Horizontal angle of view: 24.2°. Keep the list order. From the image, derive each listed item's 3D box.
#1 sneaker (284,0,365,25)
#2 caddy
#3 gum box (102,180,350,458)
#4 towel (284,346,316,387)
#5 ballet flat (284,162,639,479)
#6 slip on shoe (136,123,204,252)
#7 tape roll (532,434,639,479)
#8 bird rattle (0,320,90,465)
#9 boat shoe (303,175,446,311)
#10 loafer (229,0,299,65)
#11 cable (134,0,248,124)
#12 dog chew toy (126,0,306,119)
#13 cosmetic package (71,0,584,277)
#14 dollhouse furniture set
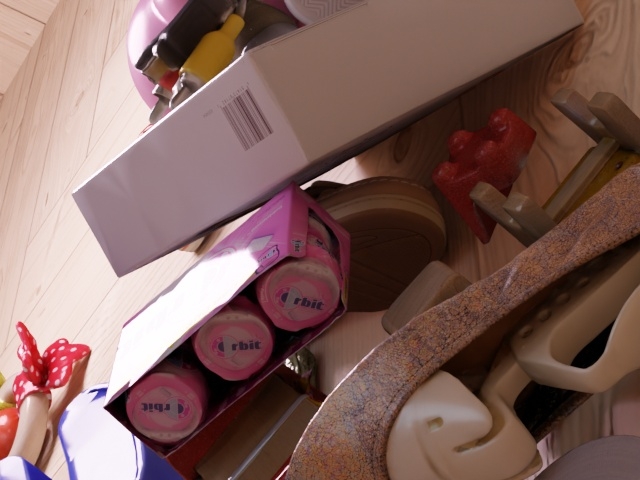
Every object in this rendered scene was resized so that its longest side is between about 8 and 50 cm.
[{"bbox_3d":[0.064,-0.274,1.359,0.292,0.108,0.169,-40,10,-19],"label":"sneaker"},{"bbox_3d":[-0.191,0.288,1.355,0.241,0.179,0.341,-39,24,3],"label":"caddy"},{"bbox_3d":[-0.059,0.051,1.035,0.188,0.062,0.107,-40,21,20],"label":"gum box"},{"bbox_3d":[-0.034,0.171,1.301,0.110,0.027,0.148,-54,25,30],"label":"towel"},{"bbox_3d":[0.112,0.072,0.840,0.316,0.107,0.106,-43,28,1],"label":"ballet flat"},{"bbox_3d":[-0.174,-0.127,1.856,0.123,0.101,0.331,-50,24,39],"label":"slip on shoe"},{"bbox_3d":[0.151,0.212,0.751,0.219,0.072,0.219,-50,26,37],"label":"tape roll"},{"bbox_3d":[-0.409,0.240,2.060,0.253,0.143,0.207,-23,57,43],"label":"bird rattle"},{"bbox_3d":[0.000,0.000,1.272,0.341,0.121,0.110,-31,40,58],"label":"boat shoe"},{"bbox_3d":[-0.043,-0.179,1.479,0.094,0.087,0.251,-37,-16,-3],"label":"loafer"},{"bbox_3d":[-0.070,-0.219,1.349,0.287,0.072,0.139,-51,17,-13],"label":"cable"},{"bbox_3d":[-0.096,-0.267,1.584,0.207,0.206,0.332,-89,9,-46],"label":"dog chew toy"},{"bbox_3d":[-0.008,-0.103,1.223,0.284,0.097,0.377,-31,2,-30],"label":"cosmetic package"},{"bbox_3d":[0.083,0.079,1.014,0.374,0.152,0.201,-49,20,-5],"label":"dollhouse furniture set"}]
